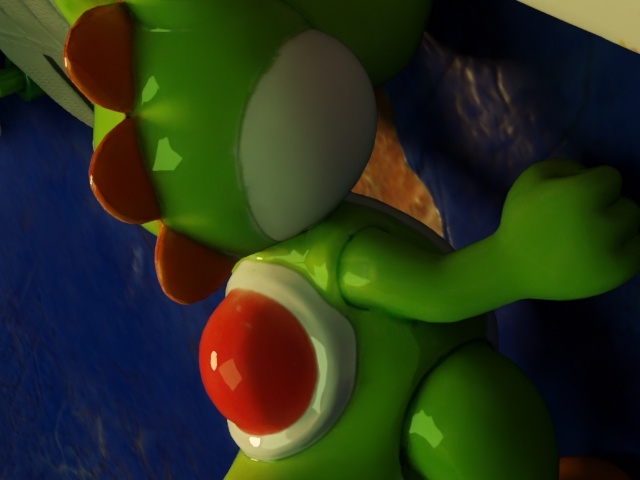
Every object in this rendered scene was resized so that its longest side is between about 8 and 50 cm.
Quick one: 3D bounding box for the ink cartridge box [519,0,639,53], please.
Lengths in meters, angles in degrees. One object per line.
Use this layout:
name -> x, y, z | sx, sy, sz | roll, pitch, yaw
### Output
ink cartridge box -> 0.126, -0.143, 0.389 | 0.232, 0.168, 0.171 | 33, 139, 43

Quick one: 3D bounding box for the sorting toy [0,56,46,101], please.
sorting toy -> -0.185, -0.236, 0.897 | 0.127, 0.126, 0.365 | 9, 121, 57

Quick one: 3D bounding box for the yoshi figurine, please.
yoshi figurine -> 0.022, -0.016, 0.736 | 0.203, 0.203, 0.362 | -96, -19, -63

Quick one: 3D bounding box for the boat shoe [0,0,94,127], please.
boat shoe -> -0.119, -0.140, 0.770 | 0.109, 0.094, 0.302 | 21, 166, 19
